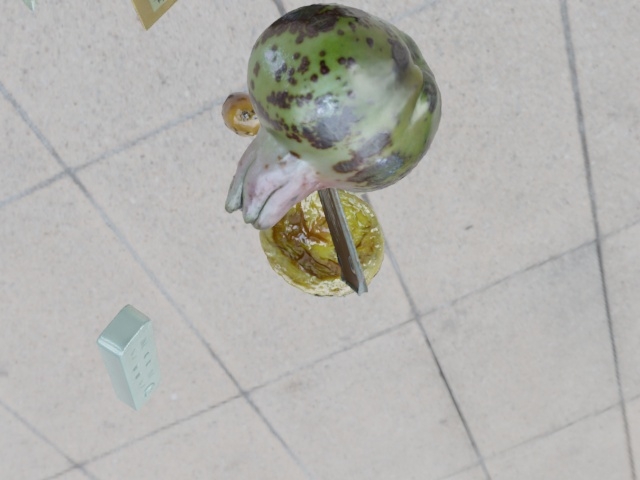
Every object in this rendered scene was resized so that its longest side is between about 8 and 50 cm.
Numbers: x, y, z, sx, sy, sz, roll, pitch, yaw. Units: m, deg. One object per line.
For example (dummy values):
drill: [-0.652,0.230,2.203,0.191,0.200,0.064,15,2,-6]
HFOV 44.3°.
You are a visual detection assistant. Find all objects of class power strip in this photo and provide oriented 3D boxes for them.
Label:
power strip: [-0.359,0.239,1.513,0.062,0.091,0.385,32,153,10]

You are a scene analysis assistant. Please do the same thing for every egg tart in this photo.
egg tart: [0.000,0.000,1.416,0.241,0.241,0.106,0,156,-17]

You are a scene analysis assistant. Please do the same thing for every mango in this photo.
mango: [-0.110,-0.188,1.174,0.077,0.127,0.063,4,106,-19]

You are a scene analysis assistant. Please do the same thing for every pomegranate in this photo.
pomegranate: [0.008,-0.077,0.522,0.138,0.125,0.163,36,72,-50]

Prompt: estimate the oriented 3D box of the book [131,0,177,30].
book: [-0.333,-0.507,1.579,0.118,0.012,0.172,-47,168,-12]

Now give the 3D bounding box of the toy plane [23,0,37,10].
toy plane: [-0.477,-0.375,1.089,0.092,0.286,0.108,-33,144,-46]

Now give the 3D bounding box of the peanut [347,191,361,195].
peanut: [0.097,-0.180,1.577,0.123,0.124,0.256,27,121,-35]

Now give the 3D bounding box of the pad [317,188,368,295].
pad: [0.012,-0.064,1.198,0.018,0.284,0.287,-16,92,-3]
